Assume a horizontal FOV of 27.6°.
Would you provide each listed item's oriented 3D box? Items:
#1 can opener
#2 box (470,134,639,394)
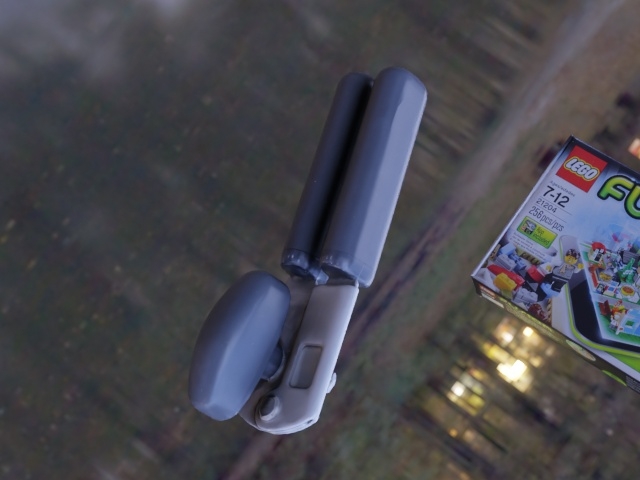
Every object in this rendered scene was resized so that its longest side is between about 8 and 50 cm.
[{"bbox_3d":[0.000,0.000,0.893,0.093,0.074,0.280,40,63,-40],"label":"can opener"},{"bbox_3d":[0.208,0.035,0.783,0.114,0.207,0.036,-54,158,-9],"label":"box"}]
